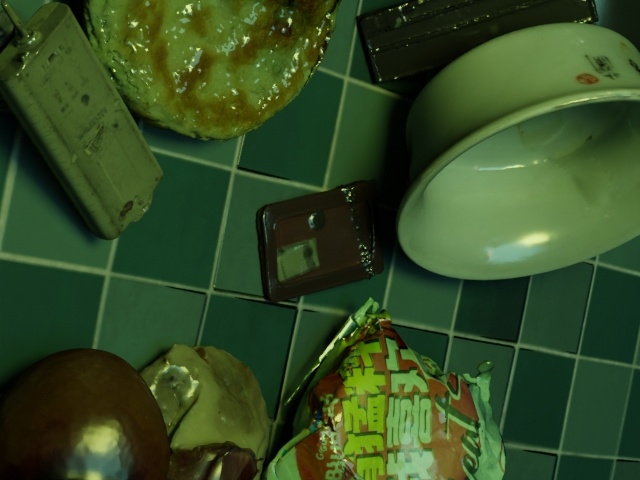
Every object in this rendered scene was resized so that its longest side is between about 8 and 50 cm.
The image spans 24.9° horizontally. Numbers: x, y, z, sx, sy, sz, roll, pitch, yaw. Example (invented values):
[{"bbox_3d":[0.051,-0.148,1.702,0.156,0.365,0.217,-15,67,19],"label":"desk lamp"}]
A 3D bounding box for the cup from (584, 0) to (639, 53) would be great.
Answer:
[{"bbox_3d":[0.308,-0.280,1.669,0.223,0.176,0.169,-13,103,-40],"label":"cup"}]

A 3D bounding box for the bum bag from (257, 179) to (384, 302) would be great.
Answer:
[{"bbox_3d":[0.000,0.000,1.536,0.159,0.026,0.109,-14,106,-35],"label":"bum bag"}]

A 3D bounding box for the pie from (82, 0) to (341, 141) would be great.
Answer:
[{"bbox_3d":[-0.088,-0.229,1.335,0.302,0.067,0.303,-22,128,-31],"label":"pie"}]

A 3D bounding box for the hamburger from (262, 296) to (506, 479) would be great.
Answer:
[{"bbox_3d":[0.068,0.226,1.570,0.276,0.150,0.261,30,58,-26],"label":"hamburger"}]

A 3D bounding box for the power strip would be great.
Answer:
[{"bbox_3d":[-0.214,-0.110,1.261,0.092,0.034,0.268,-57,145,-25],"label":"power strip"}]

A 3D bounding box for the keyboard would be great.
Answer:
[{"bbox_3d":[0.168,-0.234,1.548,0.250,0.017,0.087,-16,114,4],"label":"keyboard"}]

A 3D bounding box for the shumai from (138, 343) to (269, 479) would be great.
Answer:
[{"bbox_3d":[-0.112,0.202,1.398,0.201,0.120,0.201,-7,102,-39],"label":"shumai"}]

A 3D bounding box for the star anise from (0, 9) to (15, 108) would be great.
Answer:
[{"bbox_3d":[-0.322,-0.130,1.187,0.204,0.061,0.181,-36,119,-33],"label":"star anise"}]

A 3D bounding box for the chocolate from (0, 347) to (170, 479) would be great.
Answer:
[{"bbox_3d":[-0.217,0.176,1.284,0.176,0.176,0.177,-8,102,-42],"label":"chocolate"}]

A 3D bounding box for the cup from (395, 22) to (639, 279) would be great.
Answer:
[{"bbox_3d":[0.231,-0.112,1.562,0.347,0.347,0.163,17,47,-43],"label":"cup"}]
